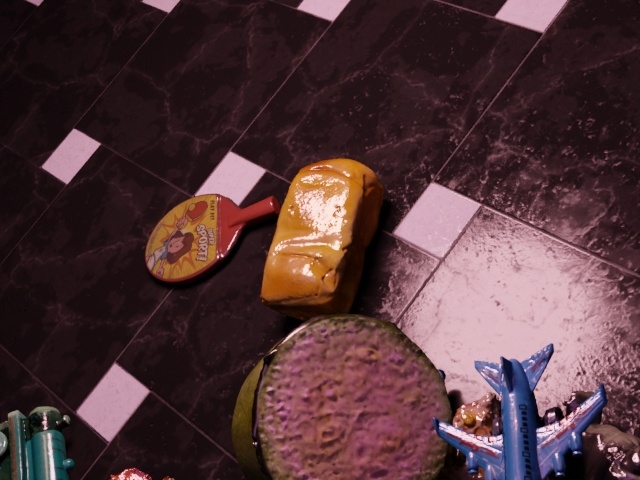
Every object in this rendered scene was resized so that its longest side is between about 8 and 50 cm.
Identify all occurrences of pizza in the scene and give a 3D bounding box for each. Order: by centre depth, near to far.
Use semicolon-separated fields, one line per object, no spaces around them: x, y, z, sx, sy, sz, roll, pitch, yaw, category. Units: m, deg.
0.218;0.312;1.677;0.185;0.052;0.195;21;72;36;pizza

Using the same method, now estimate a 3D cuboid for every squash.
0.008;0.286;1.702;0.310;0.310;0.309;-63;8;-19;squash

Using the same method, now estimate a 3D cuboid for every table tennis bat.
-0.217;-0.016;2.185;0.310;0.038;0.200;-22;51;22;table tennis bat

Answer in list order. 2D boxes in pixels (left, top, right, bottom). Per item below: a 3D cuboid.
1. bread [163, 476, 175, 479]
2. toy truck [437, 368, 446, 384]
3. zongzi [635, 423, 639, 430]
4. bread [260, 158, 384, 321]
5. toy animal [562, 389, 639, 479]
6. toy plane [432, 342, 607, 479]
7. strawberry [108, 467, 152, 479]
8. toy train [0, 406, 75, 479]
-0.203;0.456;1.834;0.136;0.054;0.154;-21;56;20;bread
0.147;0.253;1.759;0.136;0.074;0.063;123;152;-46;toy truck
0.557;0.290;1.464;0.242;0.112;0.221;-38;56;32;zongzi
0.000;0.000;1.974;0.167;0.132;0.294;6;61;27;bread
0.413;0.319;1.508;0.168;0.106;0.343;-57;41;16;toy animal
0.278;0.281;1.512;0.254;0.105;0.271;-16;66;28;toy plane
-0.331;0.501;1.878;0.167;0.087;0.208;18;42;18;strawberry
-0.524;0.442;2.007;0.194;0.120;0.298;-24;49;6;toy train
